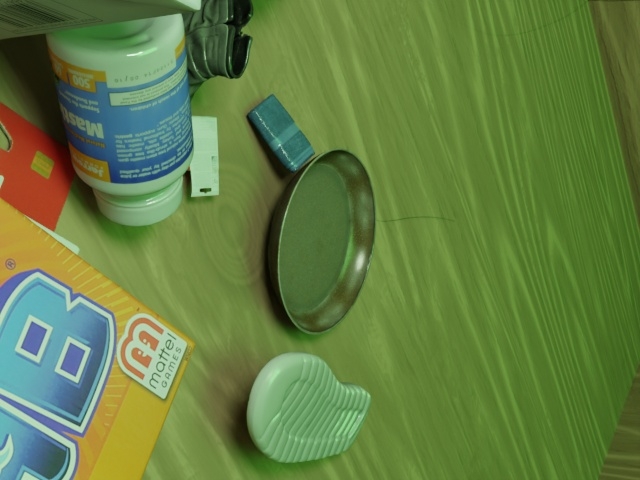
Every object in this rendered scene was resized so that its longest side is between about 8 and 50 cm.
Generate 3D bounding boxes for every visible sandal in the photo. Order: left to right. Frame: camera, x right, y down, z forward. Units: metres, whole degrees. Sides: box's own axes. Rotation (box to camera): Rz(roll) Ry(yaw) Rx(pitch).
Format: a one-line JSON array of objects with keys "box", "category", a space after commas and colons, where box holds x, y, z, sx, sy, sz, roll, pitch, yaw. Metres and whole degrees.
[{"box": [-0.038, 0.270, 1.502, 0.169, 0.102, 0.416, -64, 153, -9], "category": "sandal"}]

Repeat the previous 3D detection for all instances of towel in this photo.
[{"box": [-0.063, -0.167, 1.478, 0.119, 0.029, 0.067, 54, 48, -10], "category": "towel"}]

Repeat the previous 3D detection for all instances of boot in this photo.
[{"box": [-0.172, -0.217, 1.241, 0.083, 0.161, 0.246, 16, 77, -54], "category": "boot"}]

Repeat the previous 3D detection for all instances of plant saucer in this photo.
[{"box": [0.000, 0.000, 1.554, 0.310, 0.050, 0.310, -21, 115, -55], "category": "plant saucer"}]

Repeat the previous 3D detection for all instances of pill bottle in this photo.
[{"box": [-0.229, -0.149, 1.114, 0.152, 0.152, 0.272, -54, 157, -40], "category": "pill bottle"}]

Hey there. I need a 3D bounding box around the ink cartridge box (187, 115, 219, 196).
[{"box": [-0.177, -0.121, 1.350, 0.063, 0.029, 0.115, -8, 98, -55], "category": "ink cartridge box"}]

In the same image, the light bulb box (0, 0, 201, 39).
[{"box": [-0.300, -0.404, 0.889, 0.225, 0.358, 0.361, 10, 84, -56], "category": "light bulb box"}]

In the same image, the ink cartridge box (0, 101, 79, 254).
[{"box": [-0.388, -0.048, 1.023, 0.296, 0.066, 0.261, 39, 61, -48], "category": "ink cartridge box"}]

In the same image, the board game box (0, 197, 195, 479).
[{"box": [-0.386, 0.157, 0.700, 0.356, 0.356, 0.356, 43, 50, -33], "category": "board game box"}]
